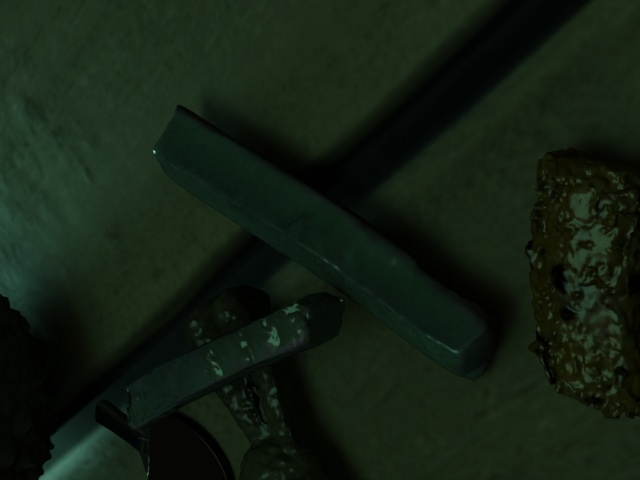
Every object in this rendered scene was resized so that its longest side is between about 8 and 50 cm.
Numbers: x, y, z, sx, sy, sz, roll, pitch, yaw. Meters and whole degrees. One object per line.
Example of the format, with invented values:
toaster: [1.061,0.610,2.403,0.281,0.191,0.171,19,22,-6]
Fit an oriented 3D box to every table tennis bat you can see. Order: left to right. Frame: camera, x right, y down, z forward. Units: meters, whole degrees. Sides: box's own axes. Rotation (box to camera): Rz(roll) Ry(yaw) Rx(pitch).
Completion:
table tennis bat: [-0.125,0.173,1.142,0.158,0.014,0.095,28,127,33]

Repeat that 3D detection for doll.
doll: [-0.027,0.188,0.998,0.286,0.091,0.202,49,117,16]

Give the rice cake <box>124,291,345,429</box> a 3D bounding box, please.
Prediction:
rice cake: [-0.062,0.080,0.934,0.211,0.043,0.034,-29,83,45]

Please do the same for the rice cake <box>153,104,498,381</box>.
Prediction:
rice cake: [0.000,-0.001,0.915,0.290,0.051,0.081,34,162,33]

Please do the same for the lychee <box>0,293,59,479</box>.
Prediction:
lychee: [-0.358,0.149,1.191,0.300,0.300,0.300,21,121,39]

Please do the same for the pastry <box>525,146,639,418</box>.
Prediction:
pastry: [0.148,0.022,0.763,0.080,0.056,0.140,15,111,33]
